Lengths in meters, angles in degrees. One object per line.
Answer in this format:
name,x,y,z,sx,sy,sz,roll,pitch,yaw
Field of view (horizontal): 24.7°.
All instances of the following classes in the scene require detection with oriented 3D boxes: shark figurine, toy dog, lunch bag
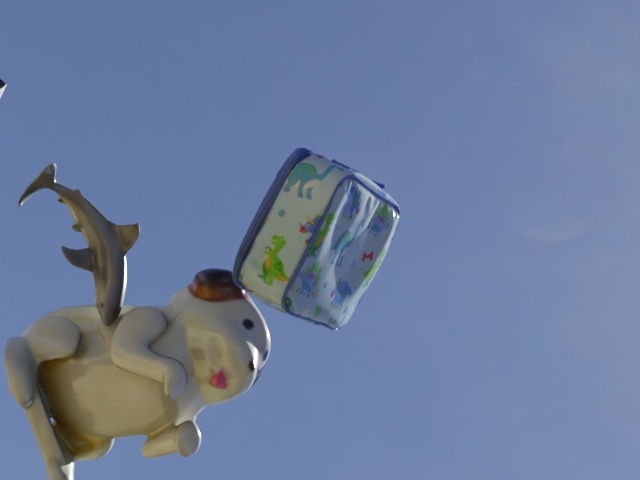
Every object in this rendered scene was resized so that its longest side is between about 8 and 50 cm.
shark figurine,-0.355,-0.024,2.352,0.116,0.166,0.278,-18,-70,28
toy dog,-0.281,0.211,2.430,0.395,0.408,0.285,-116,-170,-70
lunch bag,0.000,0.000,1.590,0.090,0.176,0.219,27,0,23

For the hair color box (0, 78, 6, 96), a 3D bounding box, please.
hair color box,-0.581,-0.203,2.388,0.053,0.093,0.167,42,-41,-2
